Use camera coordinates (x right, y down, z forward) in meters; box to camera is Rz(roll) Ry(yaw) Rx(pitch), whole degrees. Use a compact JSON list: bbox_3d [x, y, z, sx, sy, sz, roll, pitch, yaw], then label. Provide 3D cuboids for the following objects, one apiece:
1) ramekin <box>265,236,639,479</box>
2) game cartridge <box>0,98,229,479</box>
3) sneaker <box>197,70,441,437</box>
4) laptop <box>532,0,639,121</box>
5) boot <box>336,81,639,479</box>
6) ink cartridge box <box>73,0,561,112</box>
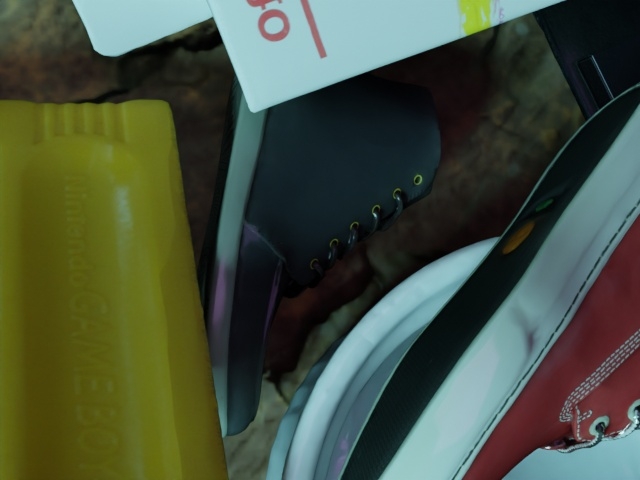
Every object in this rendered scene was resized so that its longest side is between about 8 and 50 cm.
[{"bbox_3d":[0.102,0.141,0.495,0.277,0.135,0.277,2,81,-13],"label":"ramekin"},{"bbox_3d":[-0.210,0.049,0.411,0.324,0.052,0.285,-5,52,-14],"label":"game cartridge"},{"bbox_3d":[0.000,0.000,0.520,0.118,0.083,0.221,11,77,-12],"label":"sneaker"},{"bbox_3d":[0.283,-0.107,0.503,0.264,0.136,0.234,-24,87,-16],"label":"laptop"},{"bbox_3d":[0.130,0.073,0.400,0.176,0.088,0.244,44,71,-5],"label":"boot"},{"bbox_3d":[0.027,-0.195,0.424,0.354,0.119,0.207,-20,129,3],"label":"ink cartridge box"}]
